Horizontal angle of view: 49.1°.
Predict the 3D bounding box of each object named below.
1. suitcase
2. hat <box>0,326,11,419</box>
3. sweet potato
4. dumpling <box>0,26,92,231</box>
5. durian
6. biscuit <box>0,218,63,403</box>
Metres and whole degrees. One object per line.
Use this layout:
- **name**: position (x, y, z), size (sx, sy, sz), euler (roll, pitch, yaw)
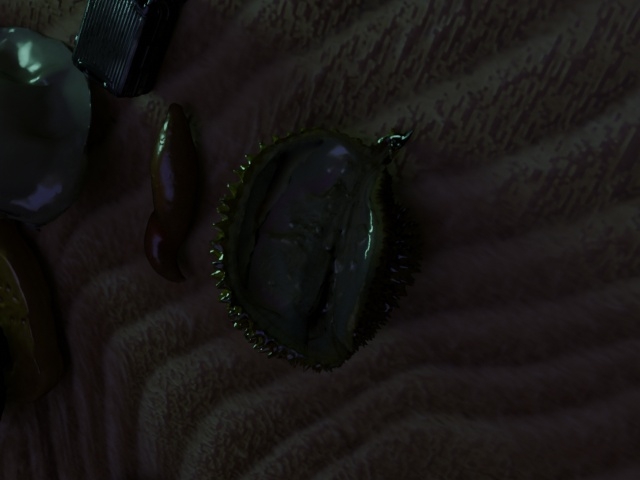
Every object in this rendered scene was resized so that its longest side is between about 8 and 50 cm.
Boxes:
- **suitcase**: position (-0.201, -0.216, 0.728), size (0.086, 0.059, 0.126), euler (37, 120, 13)
- **hat**: position (-0.574, 0.210, 0.898), size (0.336, 0.209, 0.238), euler (-13, 103, 30)
- **sweet potato**: position (-0.162, -0.047, 0.764), size (0.055, 0.058, 0.202), euler (11, 111, 1)
- **dumpling**: position (-0.383, -0.131, 0.787), size (0.293, 0.163, 0.204), euler (31, 118, 21)
- **durian**: position (0.000, 0.000, 0.661), size (0.193, 0.138, 0.237), euler (39, 76, 2)
- **biscuit**: position (-0.492, 0.072, 0.963), size (0.312, 0.057, 0.351), euler (-26, 94, 31)
